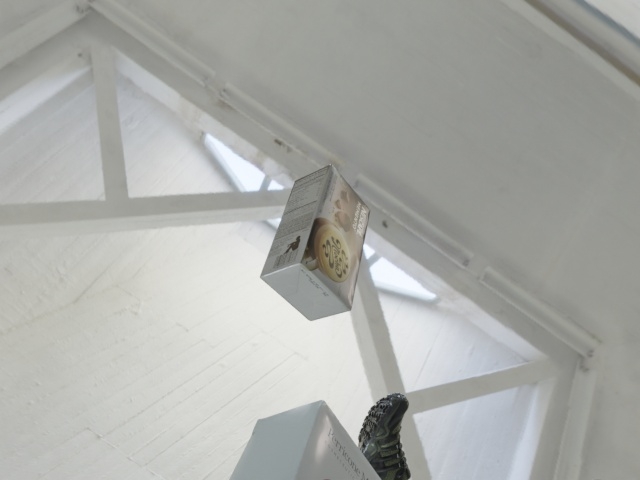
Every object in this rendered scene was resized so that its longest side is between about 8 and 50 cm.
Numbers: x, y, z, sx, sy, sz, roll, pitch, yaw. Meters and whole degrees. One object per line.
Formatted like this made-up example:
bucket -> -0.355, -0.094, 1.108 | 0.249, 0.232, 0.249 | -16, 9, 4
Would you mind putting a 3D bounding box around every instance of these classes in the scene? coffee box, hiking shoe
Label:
coffee box -> 0.000, 0.000, 1.055 | 0.168, 0.119, 0.297 | 46, -139, -30
hiking shoe -> 0.128, 0.406, 0.933 | 0.114, 0.086, 0.227 | 26, -87, -5

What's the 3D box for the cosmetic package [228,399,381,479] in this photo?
cosmetic package -> 0.031, 0.377, 0.400 | 0.377, 0.097, 0.284 | 57, -155, -14
